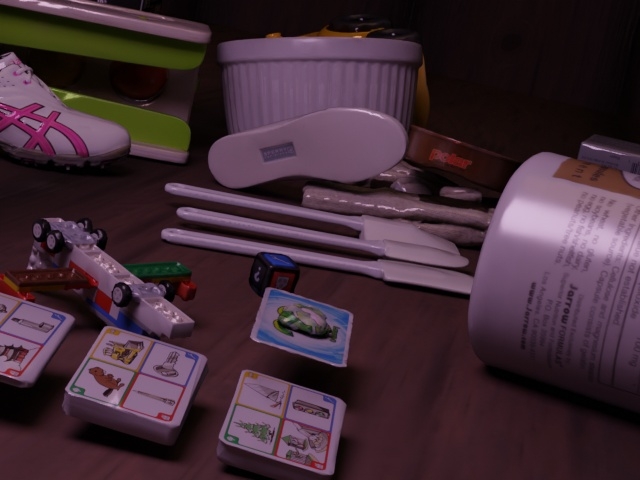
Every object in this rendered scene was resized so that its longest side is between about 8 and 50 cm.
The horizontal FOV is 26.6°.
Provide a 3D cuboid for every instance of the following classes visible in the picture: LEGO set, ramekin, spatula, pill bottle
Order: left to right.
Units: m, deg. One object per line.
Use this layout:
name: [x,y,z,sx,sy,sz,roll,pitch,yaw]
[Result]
LEGO set: [-0.077,0.050,0.672,0.183,0.060,0.244,17,19,-1]
ramekin: [-0.001,-0.142,1.358,0.207,0.109,0.207,0,4,0]
spatula: [0.000,0.000,1.017,0.242,0.019,0.168,9,17,-9]
pill bottle: [0.210,0.039,0.753,0.229,0.131,0.131,17,13,22]

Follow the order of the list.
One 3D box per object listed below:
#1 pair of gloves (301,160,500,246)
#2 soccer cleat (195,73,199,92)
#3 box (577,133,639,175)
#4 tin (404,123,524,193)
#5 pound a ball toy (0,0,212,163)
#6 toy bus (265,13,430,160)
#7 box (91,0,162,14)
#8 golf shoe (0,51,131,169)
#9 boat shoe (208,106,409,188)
pair of gloves: [0.096,-0.041,1.240,0.204,0.042,0.240,14,11,9]
soccer cleat: [-0.227,-0.186,1.563,0.179,0.072,0.060,-6,35,9]
box: [0.364,-0.073,1.584,0.126,0.072,0.137,15,13,15]
tin: [0.137,-0.074,1.269,0.106,0.040,0.190,16,5,13]
pound a ball toy: [-0.216,-0.198,1.255,0.319,0.208,0.136,9,12,-11]
toy bus: [0.002,-0.174,1.564,0.212,0.149,0.220,-6,20,-18]
box: [-0.223,-0.206,1.430,0.078,0.147,0.180,12,12,-3]
golf shoe: [-0.241,-0.106,1.098,0.186,0.086,0.067,10,10,-18]
boat shoe: [-0.005,-0.079,1.168,0.184,0.066,0.063,-13,11,27]
